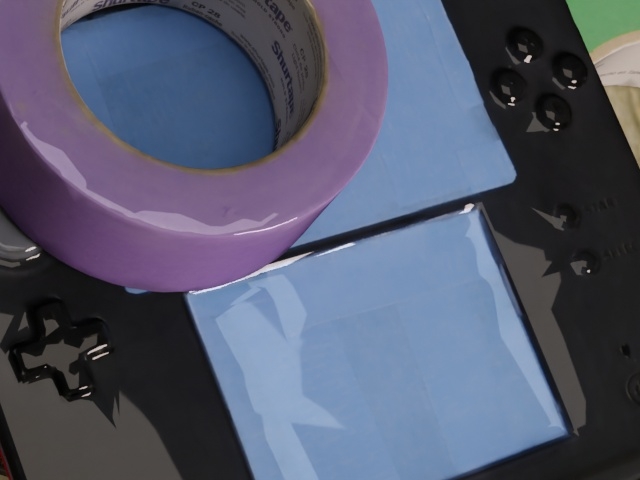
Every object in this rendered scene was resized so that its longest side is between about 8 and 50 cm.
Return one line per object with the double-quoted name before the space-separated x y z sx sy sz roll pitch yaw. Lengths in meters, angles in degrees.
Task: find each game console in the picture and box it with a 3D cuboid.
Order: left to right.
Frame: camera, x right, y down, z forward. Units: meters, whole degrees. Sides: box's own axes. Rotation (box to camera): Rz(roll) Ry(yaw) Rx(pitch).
"game console" 0.000 0.000 0.885 0.386 0.060 0.342 -17 73 -24

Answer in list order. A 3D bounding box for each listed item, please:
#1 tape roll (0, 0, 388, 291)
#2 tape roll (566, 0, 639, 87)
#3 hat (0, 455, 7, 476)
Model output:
"tape roll" -0.069 -0.076 0.820 0.189 0.080 0.189 7 68 -16
"tape roll" 0.236 -0.017 1.140 0.321 0.077 0.321 8 67 -20
"hat" -0.107 -0.029 0.974 0.331 0.134 0.331 8 67 -18
